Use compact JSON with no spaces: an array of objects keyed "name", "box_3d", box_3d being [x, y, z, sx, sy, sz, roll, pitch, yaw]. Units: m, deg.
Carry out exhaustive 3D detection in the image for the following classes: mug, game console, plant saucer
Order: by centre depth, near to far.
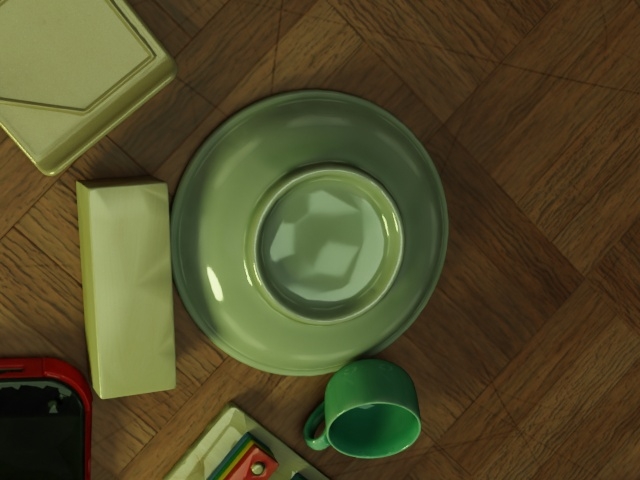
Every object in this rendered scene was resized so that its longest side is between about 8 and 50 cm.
[{"name":"game console","box_3d":[-0.493,0.320,1.375,0.386,0.060,0.342,1,106,-15]},{"name":"plant saucer","box_3d":[0.000,0.000,1.429,0.400,0.100,0.401,-3,101,-16]},{"name":"mug","box_3d":[0.057,0.226,1.477,0.157,0.097,0.130,1,134,-5]}]

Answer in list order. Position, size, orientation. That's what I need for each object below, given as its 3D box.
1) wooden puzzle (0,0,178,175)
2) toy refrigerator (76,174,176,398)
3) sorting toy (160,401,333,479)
[{"name":"wooden puzzle","box_3d":[-0.331,-0.236,1.322,0.221,0.044,0.239,-40,104,-5]},{"name":"toy refrigerator","box_3d":[-0.251,0.056,1.372,0.102,0.094,0.270,-6,103,-22]},{"name":"sorting toy","box_3d":[-0.106,0.406,1.477,0.257,0.089,0.255,41,87,-19]}]
